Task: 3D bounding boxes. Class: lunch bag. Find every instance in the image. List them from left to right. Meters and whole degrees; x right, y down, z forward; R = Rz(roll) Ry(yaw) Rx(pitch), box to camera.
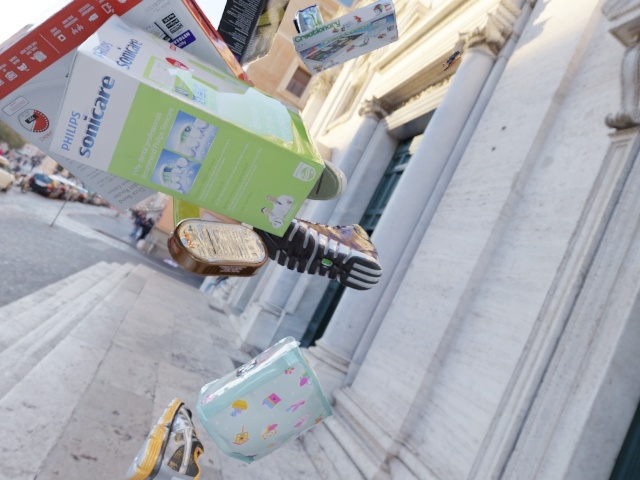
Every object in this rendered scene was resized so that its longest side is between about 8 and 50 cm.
[{"bbox_3d":[-0.110,0.313,0.874,0.160,0.223,0.262,54,-12,34],"label":"lunch bag"},{"bbox_3d":[-0.042,-0.795,1.652,0.151,0.096,0.129,-131,-161,-74],"label":"lunch bag"}]

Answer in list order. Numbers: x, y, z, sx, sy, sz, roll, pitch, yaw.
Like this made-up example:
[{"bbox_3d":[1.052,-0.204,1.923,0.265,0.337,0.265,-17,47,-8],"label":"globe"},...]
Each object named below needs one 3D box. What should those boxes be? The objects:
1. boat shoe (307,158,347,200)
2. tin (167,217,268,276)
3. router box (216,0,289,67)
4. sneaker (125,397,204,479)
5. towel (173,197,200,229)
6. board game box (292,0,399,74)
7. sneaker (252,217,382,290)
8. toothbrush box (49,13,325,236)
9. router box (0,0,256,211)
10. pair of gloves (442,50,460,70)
[{"bbox_3d":[-0.036,-0.174,1.159,0.302,0.113,0.103,23,17,40],"label":"boat shoe"},{"bbox_3d":[-0.176,0.012,0.778,0.189,0.040,0.106,6,43,-46],"label":"tin"},{"bbox_3d":[-0.151,-0.572,1.077,0.080,0.243,0.309,26,28,-7],"label":"router box"},{"bbox_3d":[-0.208,0.296,0.625,0.083,0.084,0.215,29,-6,-6],"label":"sneaker"},{"bbox_3d":[-0.353,-0.098,1.173,0.021,0.237,0.102,-20,-27,20],"label":"towel"},{"bbox_3d":[0.084,-0.620,1.346,0.305,0.053,0.193,-17,-4,12],"label":"board game box"},{"bbox_3d":[0.000,0.000,0.943,0.281,0.107,0.163,26,29,-3],"label":"sneaker"},{"bbox_3d":[-0.157,-0.148,0.569,0.283,0.122,0.206,20,28,-25],"label":"toothbrush box"},{"bbox_3d":[-0.298,-0.232,0.699,0.301,0.335,0.082,50,18,-45],"label":"router box"},{"bbox_3d":[0.470,-0.645,1.569,0.010,0.074,0.083,53,16,11],"label":"pair of gloves"}]
